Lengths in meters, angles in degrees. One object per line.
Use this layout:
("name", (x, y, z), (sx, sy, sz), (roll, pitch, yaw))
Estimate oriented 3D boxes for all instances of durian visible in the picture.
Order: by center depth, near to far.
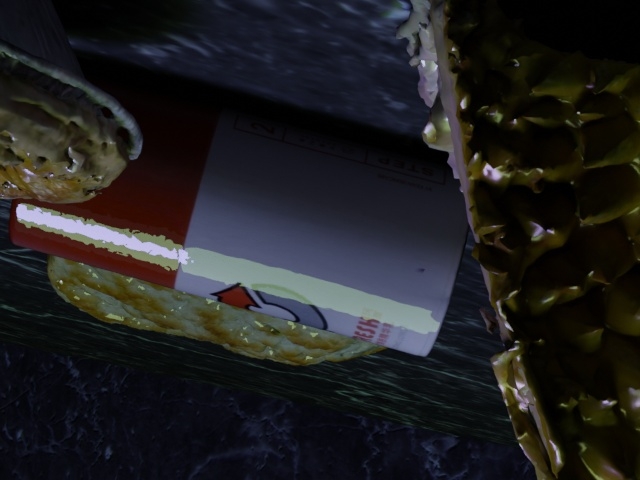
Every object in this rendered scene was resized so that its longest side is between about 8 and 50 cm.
("durian", (0.112, 0.036, 0.714), (0.185, 0.195, 0.305), (7, 168, 6))

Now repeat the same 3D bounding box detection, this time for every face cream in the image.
("face cream", (-0.038, -0.015, 0.918), (0.214, 0.096, 0.096), (15, 171, -2))

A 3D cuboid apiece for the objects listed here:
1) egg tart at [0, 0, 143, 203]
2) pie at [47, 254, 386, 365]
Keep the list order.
("egg tart", (-0.182, -0.079, 0.757), (0.234, 0.094, 0.234), (11, 171, 2))
("pie", (-0.051, 0.020, 1.198), (0.248, 0.090, 0.201), (14, 161, -3))
